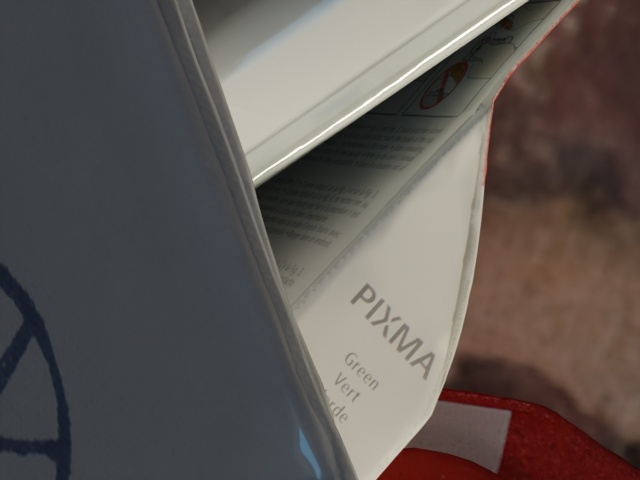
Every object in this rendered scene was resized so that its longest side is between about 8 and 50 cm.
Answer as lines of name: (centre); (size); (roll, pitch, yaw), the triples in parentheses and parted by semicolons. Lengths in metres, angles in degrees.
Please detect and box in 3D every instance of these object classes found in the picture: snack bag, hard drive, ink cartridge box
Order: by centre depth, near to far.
snack bag: (-0.134, -0.010, 0.530); (0.323, 0.037, 0.343); (-41, 59, 40)
hard drive: (0.057, -0.119, 0.567); (0.307, 0.203, 0.040); (-34, 108, 2)
ink cartridge box: (0.000, 0.000, 0.573); (0.224, 0.181, 0.056); (-45, 108, -12)

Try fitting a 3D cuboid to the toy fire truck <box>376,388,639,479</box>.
toy fire truck: (0.069, 0.196, 0.585); (0.253, 0.169, 0.302); (12, 61, -23)
